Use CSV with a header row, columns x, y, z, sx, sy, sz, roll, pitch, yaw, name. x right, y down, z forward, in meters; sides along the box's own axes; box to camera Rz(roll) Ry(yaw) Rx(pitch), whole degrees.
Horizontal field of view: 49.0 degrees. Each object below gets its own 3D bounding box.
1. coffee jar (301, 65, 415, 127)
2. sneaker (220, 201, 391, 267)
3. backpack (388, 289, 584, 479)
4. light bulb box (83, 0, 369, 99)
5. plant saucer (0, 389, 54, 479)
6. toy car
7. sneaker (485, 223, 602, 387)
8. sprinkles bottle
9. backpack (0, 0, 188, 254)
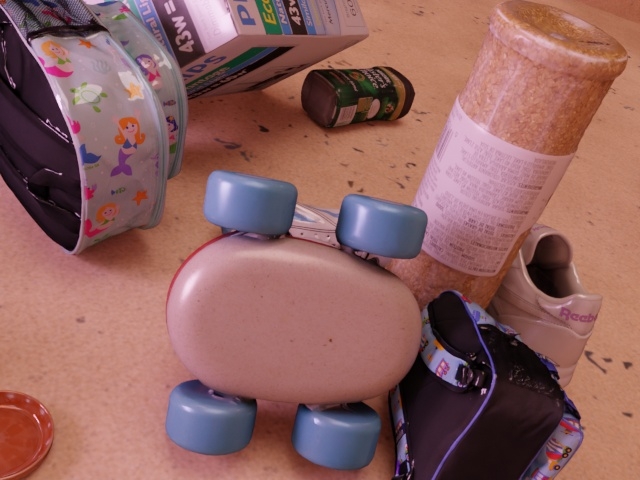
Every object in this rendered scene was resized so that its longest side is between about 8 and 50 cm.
x,y,z,sx,sy,sz,roll,pitch,yaw,name
0.065,-0.238,1.150,0.184,0.079,0.096,-14,46,-39,coffee jar
0.000,0.000,0.802,0.237,0.085,0.086,13,52,-9,sneaker
0.127,0.136,0.614,0.116,0.158,0.173,20,22,-13,backpack
-0.156,-0.392,0.941,0.361,0.225,0.358,-30,99,-59,light bulb box
-0.247,0.150,0.533,0.083,0.013,0.083,13,35,-10,plant saucer
-0.034,0.053,0.652,0.210,0.219,0.238,10,7,-12,toy car
0.221,0.018,0.811,0.114,0.152,0.305,0,38,-24,sneaker
0.152,-0.038,0.674,0.121,0.356,0.121,12,36,-9,sprinkles bottle
-0.245,-0.120,0.722,0.191,0.225,0.253,-17,52,-33,backpack
